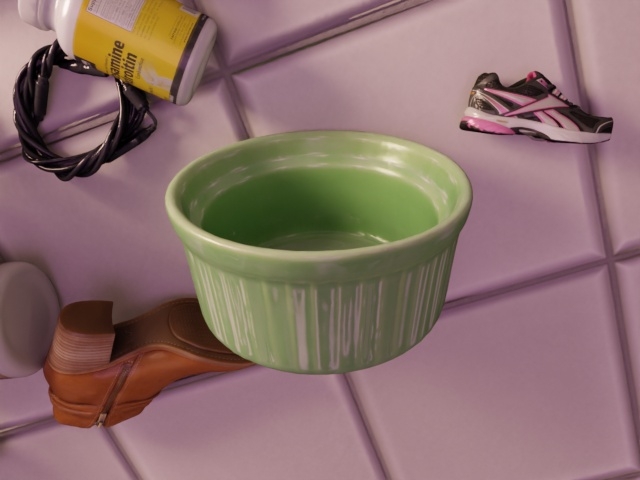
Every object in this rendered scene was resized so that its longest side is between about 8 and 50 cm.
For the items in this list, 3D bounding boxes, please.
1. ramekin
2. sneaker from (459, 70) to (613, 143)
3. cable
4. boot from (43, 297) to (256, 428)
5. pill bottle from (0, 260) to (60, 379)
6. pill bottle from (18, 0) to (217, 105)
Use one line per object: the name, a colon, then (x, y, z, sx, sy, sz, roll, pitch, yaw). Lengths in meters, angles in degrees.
ramekin: (0.000, 0.000, 0.573, 0.303, 0.303, 0.148, 0, 120, 2)
sneaker: (0.258, -0.156, 0.620, 0.178, 0.072, 0.077, 6, 102, -7)
cable: (-0.301, -0.157, 0.645, 0.184, 0.047, 0.151, -27, 109, 13)
boot: (-0.237, 0.193, 0.759, 0.283, 0.109, 0.220, 5, 129, -25)
pill bottle: (-0.506, 0.115, 0.707, 0.264, 0.153, 0.153, -6, 112, 5)
pill bottle: (-0.213, -0.228, 0.574, 0.184, 0.103, 0.103, 22, 111, -13)
